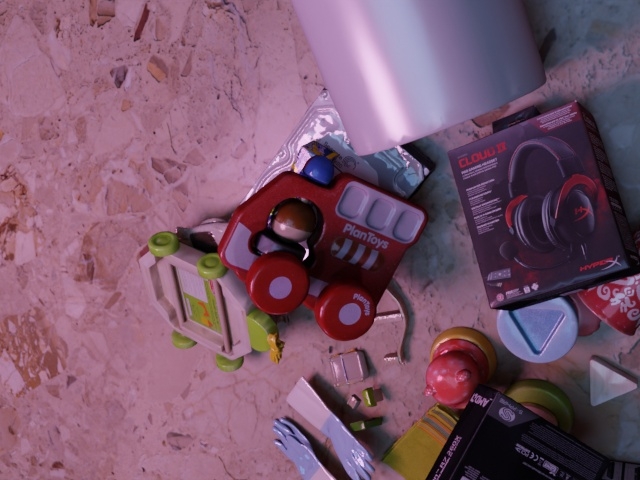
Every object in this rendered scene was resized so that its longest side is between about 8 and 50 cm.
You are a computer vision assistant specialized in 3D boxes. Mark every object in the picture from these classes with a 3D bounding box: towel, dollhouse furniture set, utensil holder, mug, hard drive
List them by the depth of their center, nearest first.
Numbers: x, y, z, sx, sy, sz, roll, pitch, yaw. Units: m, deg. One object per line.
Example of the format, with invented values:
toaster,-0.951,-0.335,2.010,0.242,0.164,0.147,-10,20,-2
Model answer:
utensil holder,0.120,-0.355,1.219,0.327,0.327,0.385,-17,99,26
mug,0.510,0.052,1.315,0.169,0.150,0.113,-56,44,22
hard drive,0.013,-0.080,1.492,0.237,0.064,0.339,43,116,6
towel,0.198,0.382,1.531,0.102,0.021,0.237,40,136,8
dollhouse furniture set,0.074,0.283,1.597,0.076,0.058,0.152,-21,77,34

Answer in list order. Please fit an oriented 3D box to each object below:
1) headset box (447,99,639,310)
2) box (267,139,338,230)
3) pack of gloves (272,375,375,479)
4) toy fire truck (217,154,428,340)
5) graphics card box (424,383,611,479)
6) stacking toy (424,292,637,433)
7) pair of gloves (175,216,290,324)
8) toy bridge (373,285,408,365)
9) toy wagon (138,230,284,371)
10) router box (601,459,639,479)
headset box,0.337,-0.061,1.289,0.218,0.110,0.293,-20,74,28
box,-0.034,-0.084,1.441,0.054,0.059,0.169,32,115,10
pack of gloves,0.009,0.402,1.639,0.232,0.046,0.195,47,130,21
toy fire truck,0.000,0.000,1.367,0.302,0.169,0.254,24,98,-22
graphics card box,0.270,0.446,1.337,0.232,0.094,0.371,31,85,-8
stacking toy,0.347,0.229,1.405,0.279,0.130,0.309,48,118,4
pair of gloves,-0.165,0.071,1.583,0.204,0.042,0.240,0,117,36
toy bridge,0.127,0.140,1.530,0.063,0.026,0.188,-12,101,24
toy wagon,-0.196,0.129,1.573,0.344,0.068,0.267,21,136,28
router box,0.443,0.533,1.482,0.243,0.081,0.309,4,107,21
